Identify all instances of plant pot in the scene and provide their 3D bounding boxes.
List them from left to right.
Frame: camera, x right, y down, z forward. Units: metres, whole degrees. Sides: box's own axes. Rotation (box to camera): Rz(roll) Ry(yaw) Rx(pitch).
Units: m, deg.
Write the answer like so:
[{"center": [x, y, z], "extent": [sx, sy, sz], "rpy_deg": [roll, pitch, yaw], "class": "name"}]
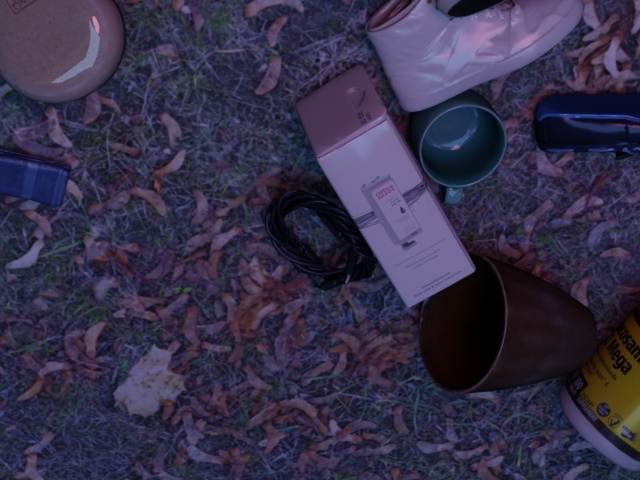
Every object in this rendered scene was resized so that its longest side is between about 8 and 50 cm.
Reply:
[{"center": [0.306, 0.139, 2.099], "extent": [0.230, 0.215, 0.215], "rpy_deg": [9, 118, -31], "class": "plant pot"}]

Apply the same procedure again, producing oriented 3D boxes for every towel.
[{"center": [-0.419, -0.090, 1.931], "extent": [0.119, 0.029, 0.067], "rpy_deg": [12, 116, -16], "class": "towel"}]

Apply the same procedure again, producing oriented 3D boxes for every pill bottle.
[{"center": [0.553, 0.192, 2.163], "extent": [0.188, 0.188, 0.334], "rpy_deg": [33, 108, -24], "class": "pill bottle"}]

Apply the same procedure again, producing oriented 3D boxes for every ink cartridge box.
[{"center": [0.089, -0.079, 1.922], "extent": [0.117, 0.207, 0.283], "rpy_deg": [-29, 119, 5], "class": "ink cartridge box"}]

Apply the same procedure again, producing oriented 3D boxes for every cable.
[{"center": [0.000, 0.000, 2.004], "extent": [0.150, 0.047, 0.184], "rpy_deg": [-6, 127, 39], "class": "cable"}]

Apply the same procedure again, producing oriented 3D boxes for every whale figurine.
[{"center": [-0.368, -0.311, 1.779], "extent": [0.216, 0.141, 0.272], "rpy_deg": [-34, 94, 9], "class": "whale figurine"}]

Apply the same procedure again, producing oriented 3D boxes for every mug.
[{"center": [0.187, -0.146, 1.965], "extent": [0.129, 0.097, 0.158], "rpy_deg": [31, 110, -24], "class": "mug"}]

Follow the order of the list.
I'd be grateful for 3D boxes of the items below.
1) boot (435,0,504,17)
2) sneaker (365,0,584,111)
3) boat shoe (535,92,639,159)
[{"center": [0.222, -0.418, 1.767], "extent": [0.244, 0.176, 0.088], "rpy_deg": [-38, 160, 31], "class": "boot"}, {"center": [0.208, -0.311, 1.872], "extent": [0.292, 0.108, 0.169], "rpy_deg": [-28, 123, 7], "class": "sneaker"}, {"center": [0.446, -0.166, 2.011], "extent": [0.258, 0.109, 0.089], "rpy_deg": [7, 126, 5], "class": "boat shoe"}]
